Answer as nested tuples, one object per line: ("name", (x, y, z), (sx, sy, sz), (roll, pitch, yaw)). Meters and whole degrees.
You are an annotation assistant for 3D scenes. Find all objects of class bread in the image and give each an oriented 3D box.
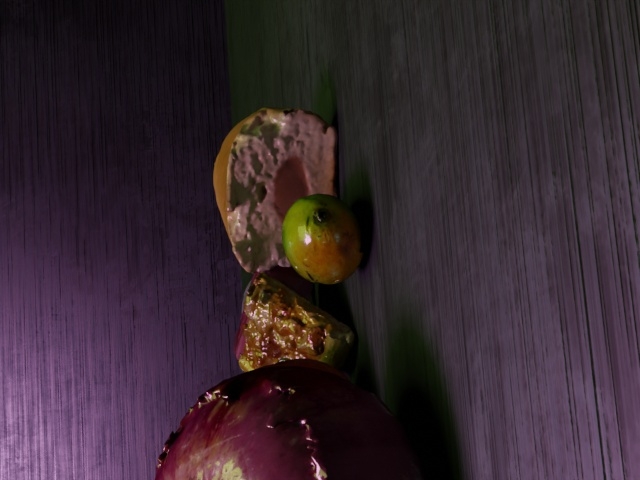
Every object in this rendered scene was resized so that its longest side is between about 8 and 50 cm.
("bread", (-0.058, -0.089, 1.524), (0.211, 0.183, 0.224), (106, 158, -48))

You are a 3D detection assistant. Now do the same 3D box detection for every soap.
("soap", (-0.074, 0.108, 1.688), (0.162, 0.099, 0.250), (-85, 12, -50))

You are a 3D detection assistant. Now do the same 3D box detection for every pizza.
("pizza", (-0.059, 0.144, 1.534), (0.292, 0.058, 0.197), (-15, 101, 50))

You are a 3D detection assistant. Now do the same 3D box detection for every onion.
("onion", (-0.016, 0.312, 1.108), (0.358, 0.345, 0.358), (19, 112, 60))

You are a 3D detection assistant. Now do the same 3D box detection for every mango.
("mango", (0.000, 0.000, 1.389), (0.233, 0.111, 0.125), (133, 138, -79))

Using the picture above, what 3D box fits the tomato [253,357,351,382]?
("tomato", (-0.031, 0.273, 1.378), (0.188, 0.232, 0.232), (19, 119, 35))

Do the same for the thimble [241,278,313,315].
("thimble", (-0.080, 0.128, 1.848), (0.118, 0.127, 0.151), (133, 142, -79))
